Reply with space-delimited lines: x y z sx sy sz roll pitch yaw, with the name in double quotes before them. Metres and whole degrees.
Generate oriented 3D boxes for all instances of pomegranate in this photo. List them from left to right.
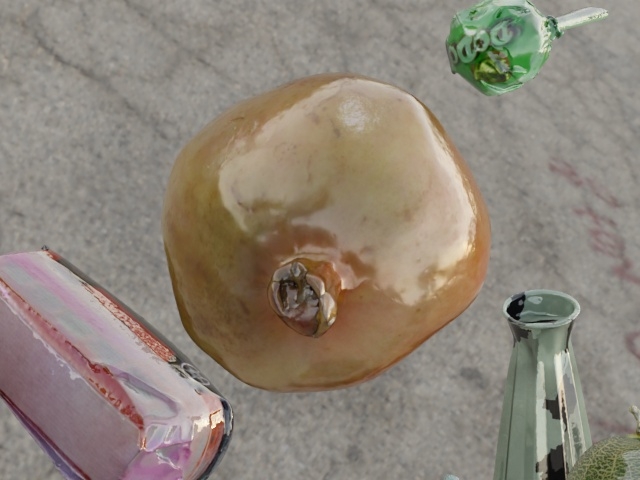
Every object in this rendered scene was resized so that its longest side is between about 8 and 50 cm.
"pomegranate" 0.000 0.000 0.760 0.251 0.229 0.270 -11 22 16

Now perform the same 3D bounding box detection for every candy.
"candy" 0.231 -0.215 1.019 0.097 0.097 0.323 42 37 16

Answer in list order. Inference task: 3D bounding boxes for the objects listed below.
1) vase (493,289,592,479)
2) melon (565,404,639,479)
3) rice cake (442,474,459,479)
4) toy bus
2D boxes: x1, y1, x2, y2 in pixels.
"vase" 0.345 0.260 1.552 0.165 0.360 0.165 -6 23 2
"melon" 0.233 0.210 0.695 0.139 0.139 0.192 -5 88 -44
"rice cake" 0.247 0.559 1.943 0.033 0.033 0.208 6 75 -1
"toy bus" -0.233 0.135 1.012 0.302 0.128 0.147 39 18 23
